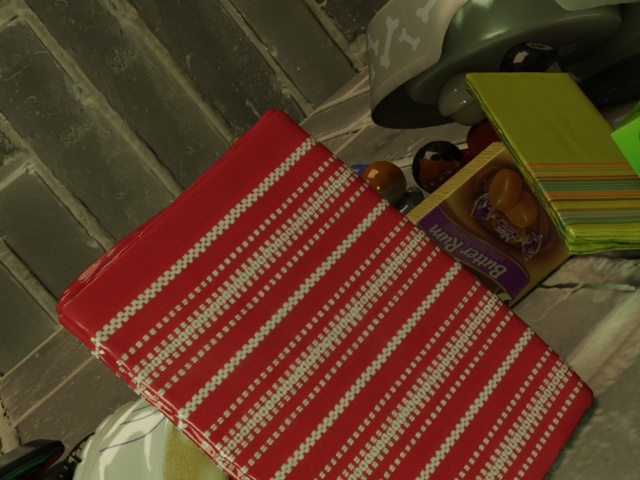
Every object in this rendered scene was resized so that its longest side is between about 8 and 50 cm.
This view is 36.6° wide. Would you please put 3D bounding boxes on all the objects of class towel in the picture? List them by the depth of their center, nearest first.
[{"bbox_3d":[0.010,0.065,0.562,0.199,0.275,0.031,-47,-3,-29],"label":"towel"},{"bbox_3d":[0.194,-0.069,0.755,0.102,0.021,0.237,-1,37,-13],"label":"towel"}]

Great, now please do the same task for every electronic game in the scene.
[{"bbox_3d":[-0.452,0.344,1.320,0.229,0.048,0.229,-35,-9,-6],"label":"electronic game"}]

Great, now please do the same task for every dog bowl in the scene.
[{"bbox_3d":[0.211,-0.237,1.108,0.349,0.102,0.349,-17,-7,-2],"label":"dog bowl"}]

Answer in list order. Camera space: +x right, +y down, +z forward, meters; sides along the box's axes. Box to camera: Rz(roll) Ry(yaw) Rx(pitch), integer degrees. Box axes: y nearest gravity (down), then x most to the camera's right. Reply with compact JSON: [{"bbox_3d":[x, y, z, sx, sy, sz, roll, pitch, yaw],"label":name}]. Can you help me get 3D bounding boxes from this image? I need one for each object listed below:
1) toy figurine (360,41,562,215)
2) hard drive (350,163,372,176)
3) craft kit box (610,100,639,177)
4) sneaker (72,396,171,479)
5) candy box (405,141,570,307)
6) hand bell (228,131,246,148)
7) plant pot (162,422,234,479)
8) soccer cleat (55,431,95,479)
[{"bbox_3d":[0.152,-0.076,0.942,0.209,0.148,0.213,-42,12,-14],"label":"toy figurine"},{"bbox_3d":[-0.032,-0.002,1.478,0.319,0.040,0.210,-40,12,-7],"label":"hard drive"},{"bbox_3d":[0.360,-0.156,0.715,0.247,0.061,0.250,-38,0,38],"label":"craft kit box"},{"bbox_3d":[-0.081,0.135,0.734,0.129,0.111,0.297,-16,36,54],"label":"sneaker"},{"bbox_3d":[0.114,0.017,0.806,0.187,0.109,0.053,-40,11,-3],"label":"candy box"},{"bbox_3d":[0.000,0.000,0.885,0.126,0.242,0.126,-36,12,9],"label":"hand bell"},{"bbox_3d":[-0.011,0.113,0.656,0.032,0.236,0.236,20,51,32],"label":"plant pot"},{"bbox_3d":[-0.236,0.243,1.138,0.179,0.060,0.072,-38,13,-12],"label":"soccer cleat"}]
